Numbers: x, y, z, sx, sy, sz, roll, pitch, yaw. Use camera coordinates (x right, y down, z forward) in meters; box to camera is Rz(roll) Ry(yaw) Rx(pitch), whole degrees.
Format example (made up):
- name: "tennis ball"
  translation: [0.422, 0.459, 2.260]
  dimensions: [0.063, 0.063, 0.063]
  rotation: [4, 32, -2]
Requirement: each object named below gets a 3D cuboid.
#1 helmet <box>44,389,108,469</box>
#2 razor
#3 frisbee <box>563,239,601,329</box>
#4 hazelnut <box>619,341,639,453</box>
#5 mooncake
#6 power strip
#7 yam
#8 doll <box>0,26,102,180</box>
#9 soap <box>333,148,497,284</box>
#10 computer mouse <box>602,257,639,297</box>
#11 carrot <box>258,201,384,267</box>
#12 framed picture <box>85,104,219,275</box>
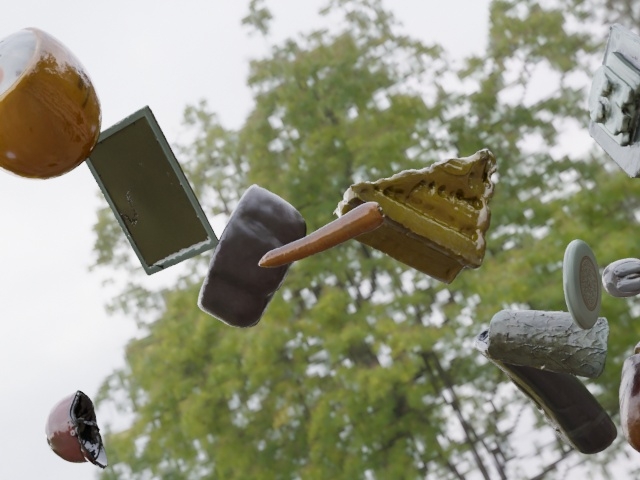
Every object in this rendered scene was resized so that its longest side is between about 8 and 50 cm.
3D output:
- name: "helmet"
  translation: [-0.249, 0.196, 1.197]
  dimensions: [0.049, 0.084, 0.065]
  rotation: [-21, -24, 4]
- name: "razor"
  translation: [0.480, 0.304, 2.546]
  dimensions: [0.113, 0.349, 0.204]
  rotation: [-44, 7, -1]
- name: "frisbee"
  translation: [0.318, 0.053, 1.447]
  dimensions: [0.014, 0.110, 0.110]
  rotation: [-8, -13, 32]
- name: "hazelnut"
  translation: [0.547, 0.243, 1.876]
  dimensions: [0.204, 0.178, 0.178]
  rotation: [-48, -18, -19]
- name: "mooncake"
  translation: [-0.117, 0.031, 2.052]
  dimensions: [0.245, 0.133, 0.245]
  rotation: [-60, 0, 0]
- name: "power strip"
  translation: [0.451, -0.215, 1.839]
  dimensions: [0.064, 0.213, 0.198]
  rotation: [2, -66, -11]
- name: "yam"
  translation: [0.357, 0.157, 1.868]
  dimensions: [0.183, 0.107, 0.107]
  rotation: [7, -17, 17]
- name: "doll"
  translation: [-0.424, -0.170, 1.670]
  dimensions: [0.236, 0.213, 0.213]
  rotation: [-28, -24, 18]
- name: "soap"
  translation: [0.195, -0.114, 2.535]
  dimensions: [0.338, 0.304, 0.169]
  rotation: [26, -36, -21]
- name: "computer mouse"
  translation: [0.519, 0.065, 2.057]
  dimensions: [0.039, 0.066, 0.096]
  rotation: [-7, -6, -30]
- name: "carrot"
  translation: [0.000, 0.000, 1.613]
  dimensions: [0.190, 0.037, 0.037]
  rotation: [-26, -24, 14]
- name: "framed picture"
  translation: [-0.303, -0.083, 2.120]
  dimensions: [0.216, 0.273, 0.016]
  rotation: [-21, 9, 41]
